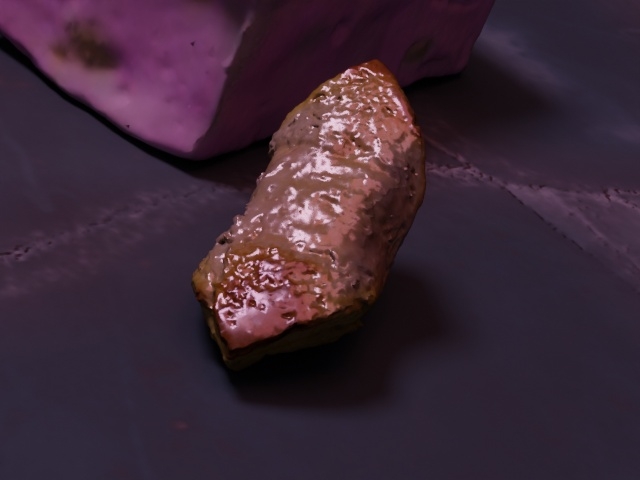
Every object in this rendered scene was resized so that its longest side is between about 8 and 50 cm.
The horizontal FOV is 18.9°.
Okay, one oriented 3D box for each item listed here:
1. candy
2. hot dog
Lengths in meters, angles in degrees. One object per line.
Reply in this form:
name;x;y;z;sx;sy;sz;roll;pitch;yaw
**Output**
candy;-0.025;-0.146;0.984;0.155;0.115;0.265;34;33;23
hot dog;-0.001;0.000;0.814;0.078;0.061;0.169;21;55;15
